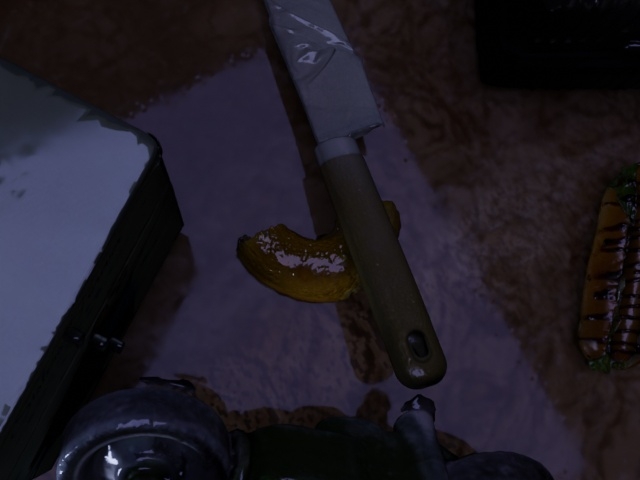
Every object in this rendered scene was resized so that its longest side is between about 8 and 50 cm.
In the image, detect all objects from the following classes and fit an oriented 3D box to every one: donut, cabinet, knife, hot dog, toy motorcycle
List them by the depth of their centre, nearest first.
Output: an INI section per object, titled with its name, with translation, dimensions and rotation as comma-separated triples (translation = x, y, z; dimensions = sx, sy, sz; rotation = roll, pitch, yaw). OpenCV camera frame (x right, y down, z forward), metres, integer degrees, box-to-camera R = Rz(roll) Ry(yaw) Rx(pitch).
[toy motorcycle]
translation = 0.018, 0.168, 0.395
dimensions = 0.275, 0.205, 0.127
rotation = 13, 125, -16
[cabinet]
translation = -0.155, 0.012, 0.400
dimensions = 0.150, 0.206, 0.145
rotation = 27, 81, -1
[knife]
translation = 0.013, -0.064, 0.497
dimensions = 0.047, 0.017, 0.298
rotation = -16, 69, -12
[donut]
translation = 0.000, 0.000, 0.503
dimensions = 0.083, 0.038, 0.067
rotation = 22, 84, -4
[hot dog]
translation = 0.173, 0.015, 0.520
dimensions = 0.049, 0.037, 0.122
rotation = 11, 83, -7

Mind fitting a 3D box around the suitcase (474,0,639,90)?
[suitcase]
translation = 0.197, -0.253, 0.506
dimensions = 0.229, 0.152, 0.335
rotation = -1, 85, -4
